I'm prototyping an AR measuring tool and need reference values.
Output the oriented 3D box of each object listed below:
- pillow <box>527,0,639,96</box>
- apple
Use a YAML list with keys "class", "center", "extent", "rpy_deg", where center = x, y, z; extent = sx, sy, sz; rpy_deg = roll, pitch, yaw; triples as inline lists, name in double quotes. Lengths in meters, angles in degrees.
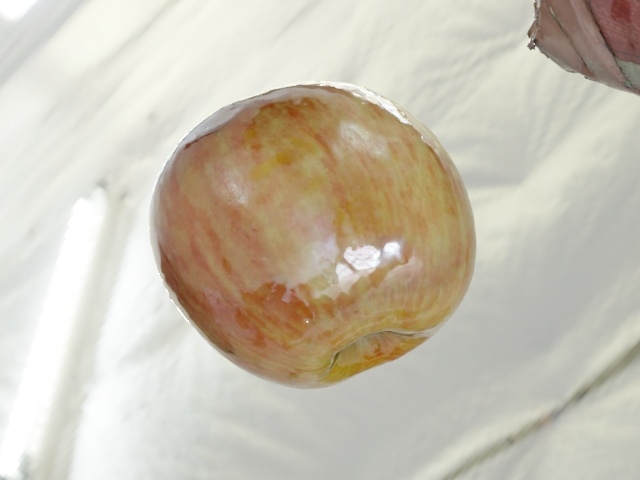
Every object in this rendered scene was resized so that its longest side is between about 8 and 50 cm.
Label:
- class: "pillow"
  center: [0.158, -0.135, 0.744]
  extent: [0.248, 0.135, 0.049]
  rpy_deg: [84, 26, -57]
- class: "apple"
  center: [0.000, 0.000, 0.813]
  extent: [0.146, 0.146, 0.131]
  rpy_deg: [-39, -121, 24]
